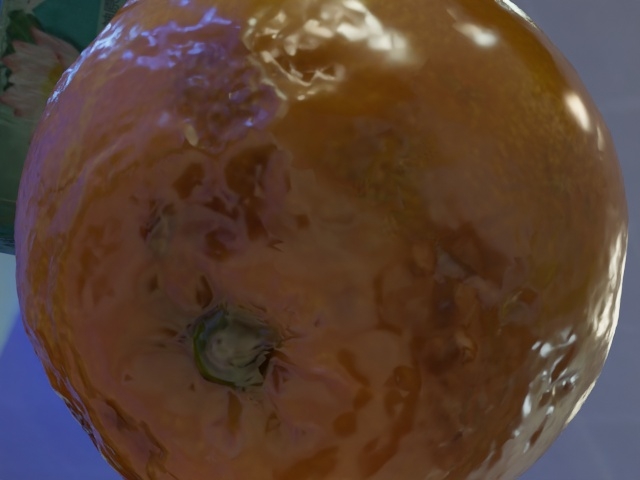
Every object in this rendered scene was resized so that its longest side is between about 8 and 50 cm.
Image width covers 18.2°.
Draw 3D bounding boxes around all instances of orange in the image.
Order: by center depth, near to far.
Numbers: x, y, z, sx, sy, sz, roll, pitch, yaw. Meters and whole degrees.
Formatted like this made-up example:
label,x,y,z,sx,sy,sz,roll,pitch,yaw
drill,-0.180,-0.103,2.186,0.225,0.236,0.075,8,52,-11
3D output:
label,x,y,z,sx,sy,sz,roll,pitch,yaw
orange,0.000,0.000,0.838,0.261,0.261,0.261,13,-35,9

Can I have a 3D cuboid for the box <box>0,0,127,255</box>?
label,x,y,z,sx,sy,sz,roll,pitch,yaw
box,-0.103,-0.109,1.059,0.153,0.244,0.092,11,-17,-17
